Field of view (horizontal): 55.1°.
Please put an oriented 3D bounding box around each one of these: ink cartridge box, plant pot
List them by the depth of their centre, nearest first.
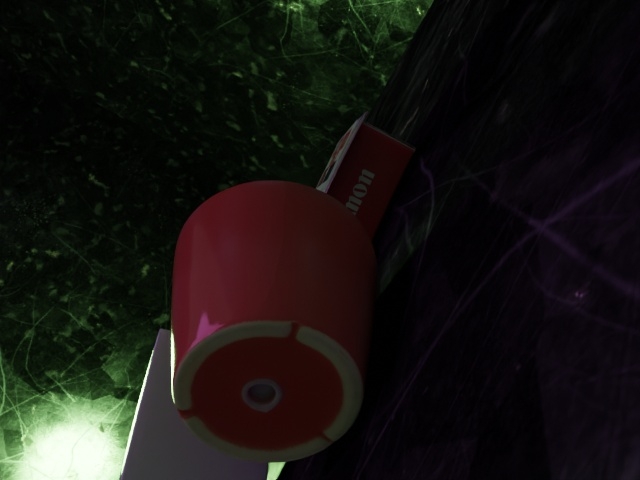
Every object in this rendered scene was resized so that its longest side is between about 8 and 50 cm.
[{"bbox_3d":[-0.057,0.100,0.719,0.243,0.275,0.275,-92,27,-60],"label":"plant pot"},{"bbox_3d":[0.047,-0.056,1.168,0.309,0.130,0.272,-64,6,-8],"label":"ink cartridge box"}]

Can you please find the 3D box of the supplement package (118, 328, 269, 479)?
[{"bbox_3d":[-0.187,0.300,0.947,0.145,0.204,0.262,122,159,-51],"label":"supplement package"}]
